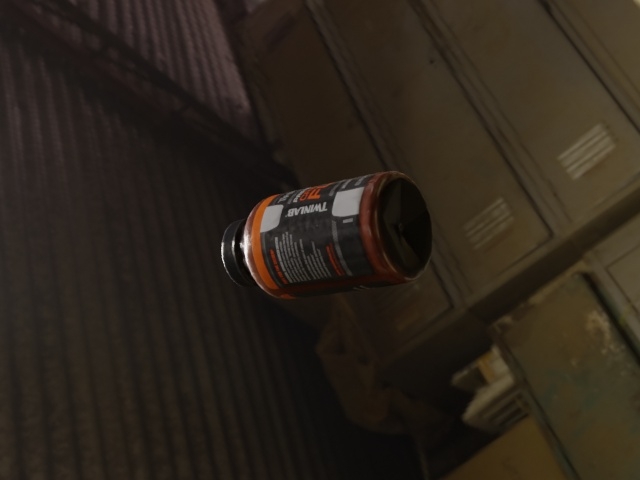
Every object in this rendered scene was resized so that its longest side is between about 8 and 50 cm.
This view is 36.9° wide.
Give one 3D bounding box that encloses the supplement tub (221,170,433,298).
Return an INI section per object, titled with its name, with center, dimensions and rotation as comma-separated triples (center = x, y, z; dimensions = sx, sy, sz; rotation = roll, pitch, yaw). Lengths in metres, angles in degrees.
[supplement tub]
center = 0.000, 0.000, 0.915
dimensions = 0.106, 0.198, 0.106
rotation = 18, -113, -52
